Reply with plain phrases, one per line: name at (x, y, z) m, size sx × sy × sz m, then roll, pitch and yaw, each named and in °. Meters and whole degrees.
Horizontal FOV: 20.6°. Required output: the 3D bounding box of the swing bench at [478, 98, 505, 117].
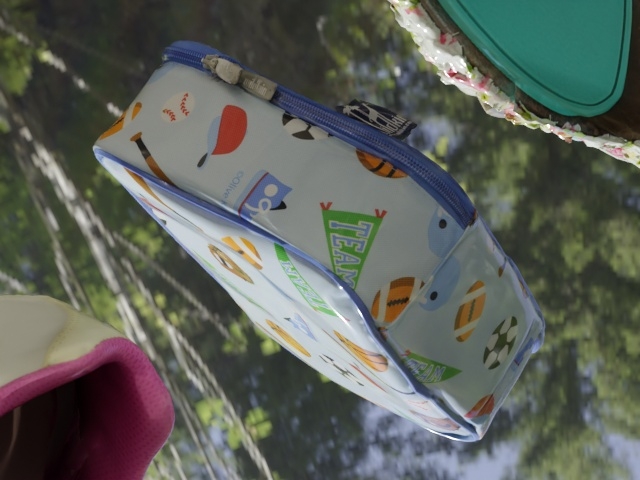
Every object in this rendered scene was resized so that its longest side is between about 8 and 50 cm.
swing bench at (0.086, -0.213, 0.818) m, size 0.165 × 0.255 × 0.253 m, roll -26°, pitch -106°, yaw -10°

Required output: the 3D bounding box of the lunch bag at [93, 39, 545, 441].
lunch bag at (0.000, 0.000, 1.092) m, size 0.243 × 0.303 × 0.115 m, roll 29°, pitch -104°, yaw 32°

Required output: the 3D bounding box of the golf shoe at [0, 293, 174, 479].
golf shoe at (-0.134, 0.150, 0.531) m, size 0.140 × 0.115 × 0.306 m, roll -5°, pitch -117°, yaw 40°

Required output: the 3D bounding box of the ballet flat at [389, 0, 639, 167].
ballet flat at (0.093, -0.063, 0.624) m, size 0.077 × 0.241 × 0.091 m, roll -15°, pitch -126°, yaw 56°

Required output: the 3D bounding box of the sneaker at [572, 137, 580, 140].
sneaker at (0.302, -0.094, 1.187) m, size 0.366 × 0.135 × 0.150 m, roll 18°, pitch -82°, yaw 55°
